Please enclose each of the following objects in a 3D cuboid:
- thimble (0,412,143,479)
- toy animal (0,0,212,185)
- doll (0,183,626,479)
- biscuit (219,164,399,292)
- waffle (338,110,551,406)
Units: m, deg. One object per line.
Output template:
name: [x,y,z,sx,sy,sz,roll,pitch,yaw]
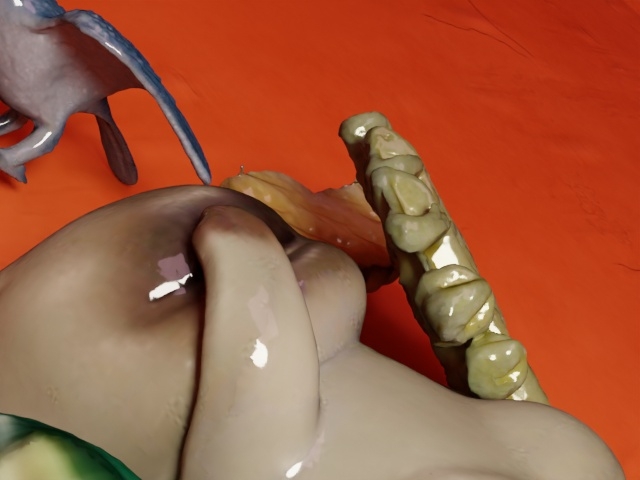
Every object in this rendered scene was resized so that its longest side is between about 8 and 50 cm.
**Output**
thimble: [-0.113,0.194,0.307,0.254,0.167,0.288,-35,67,-30]
toy animal: [-0.175,-0.123,0.749,0.239,0.176,0.255,35,-1,31]
doll: [-0.011,0.113,0.559,0.370,0.226,0.215,45,42,11]
biscuit: [0.000,0.000,0.901,0.183,0.061,0.118,6,43,-40]
waffle: [0.100,0.061,0.768,0.309,0.056,0.292,59,7,-33]
